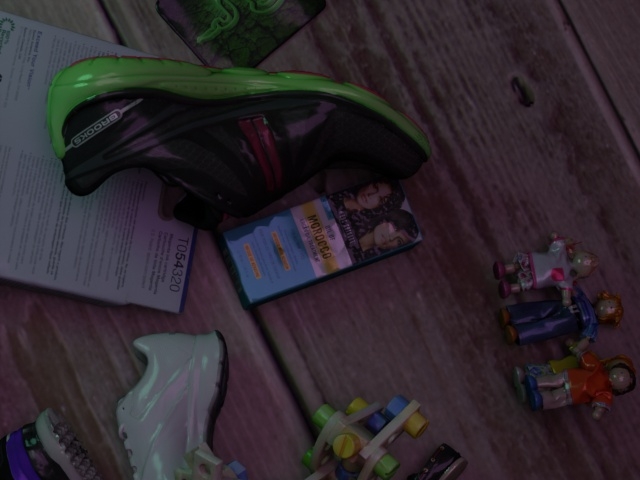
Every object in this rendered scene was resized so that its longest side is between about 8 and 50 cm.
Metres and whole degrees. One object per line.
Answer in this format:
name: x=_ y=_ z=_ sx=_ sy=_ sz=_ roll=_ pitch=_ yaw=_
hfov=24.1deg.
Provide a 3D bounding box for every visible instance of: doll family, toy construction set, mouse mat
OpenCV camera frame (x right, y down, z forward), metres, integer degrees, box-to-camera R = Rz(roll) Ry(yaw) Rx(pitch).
doll family: x=0.324 y=0.125 z=1.952 sx=0.163 sy=0.118 sz=0.263 roll=-9 pitch=63 yaw=-7
toy construction set: x=-0.028 y=0.299 z=1.767 sx=0.327 sy=0.215 sz=0.151 roll=-11 pitch=48 yaw=-41
mouse mat: x=-0.104 y=-0.313 z=1.989 sx=0.189 sy=0.007 sz=0.152 roll=-42 pitch=90 yaw=-16

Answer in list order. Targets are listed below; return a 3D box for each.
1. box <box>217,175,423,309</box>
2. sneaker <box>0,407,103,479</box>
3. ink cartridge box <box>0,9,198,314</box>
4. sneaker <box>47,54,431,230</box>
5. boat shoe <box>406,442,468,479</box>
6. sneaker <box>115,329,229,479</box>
box: x=0.000 y=0.000 z=1.922 sx=0.244 sy=0.060 sz=0.101 roll=-20 pitch=84 yaw=-14
sneaker: x=-0.307 y=0.357 z=1.780 sx=0.146 sy=0.102 sz=0.293 roll=-29 pitch=91 yaw=0
ink cartridge box: x=-0.306 y=-0.092 z=1.864 sx=0.330 sy=0.071 sz=0.324 roll=15 pitch=76 yaw=-23
sneaker: x=-0.099 y=-0.112 z=1.848 sx=0.482 sy=0.185 sz=0.202 roll=3 pitch=94 yaw=-17
boat shoe: x=0.128 y=0.315 z=1.899 sx=0.042 sy=0.049 sz=0.133 roll=39 pitch=80 yaw=27
sneaker: x=-0.189 y=0.250 z=1.823 sx=0.129 sy=0.111 sz=0.297 roll=6 pitch=67 yaw=2
